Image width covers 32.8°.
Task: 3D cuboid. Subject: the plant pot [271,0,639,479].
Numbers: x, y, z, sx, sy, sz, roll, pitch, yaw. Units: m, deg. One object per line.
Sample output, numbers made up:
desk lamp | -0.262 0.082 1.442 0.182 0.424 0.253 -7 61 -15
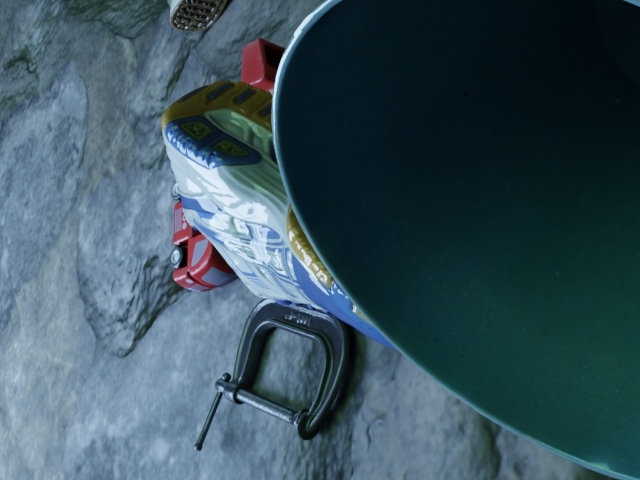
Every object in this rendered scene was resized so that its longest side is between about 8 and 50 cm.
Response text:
plant pot | 0.150 -0.052 0.501 0.290 0.290 0.195 -5 38 51

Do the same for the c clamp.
c clamp | -0.034 0.112 0.852 0.161 0.022 0.137 2 75 53

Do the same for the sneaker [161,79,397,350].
sneaker | 0.000 0.000 0.788 0.296 0.112 0.131 41 147 35

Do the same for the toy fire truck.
toy fire truck | -0.072 -0.061 0.933 0.135 0.047 0.192 -21 63 45

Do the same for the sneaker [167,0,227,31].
sneaker | -0.092 -0.286 1.021 0.192 0.064 0.086 -40 54 41

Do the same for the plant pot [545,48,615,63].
plant pot | 0.125 -0.251 0.646 0.215 0.215 0.230 -55 27 24
